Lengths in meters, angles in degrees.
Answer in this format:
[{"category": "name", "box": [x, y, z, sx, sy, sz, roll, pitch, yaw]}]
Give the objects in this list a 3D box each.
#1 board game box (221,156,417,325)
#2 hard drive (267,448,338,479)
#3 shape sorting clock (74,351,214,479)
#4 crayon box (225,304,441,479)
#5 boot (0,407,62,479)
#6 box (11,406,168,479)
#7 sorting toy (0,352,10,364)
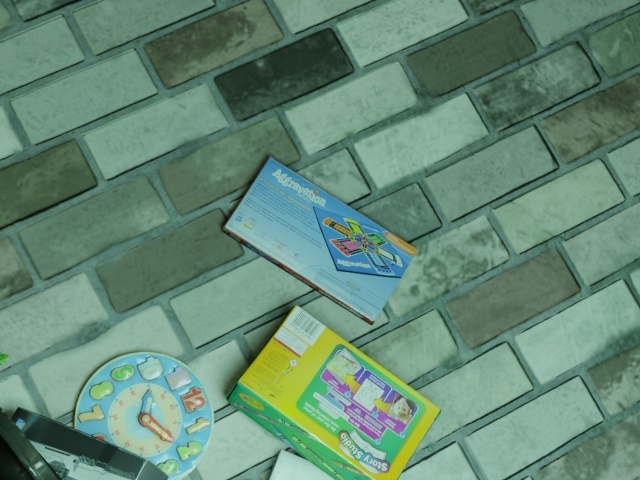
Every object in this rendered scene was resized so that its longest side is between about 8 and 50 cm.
[{"category": "board game box", "box": [0.000, 0.000, 2.049, 0.281, 0.027, 0.145, 32, 72, 0]}, {"category": "hard drive", "box": [0.043, 0.464, 1.916, 0.308, 0.040, 0.203, 23, 71, -3]}, {"category": "shape sorting clock", "box": [-0.261, 0.267, 1.915, 0.206, 0.040, 0.206, 3, 73, -10]}, {"category": "crayon box", "box": [0.021, 0.247, 1.932, 0.278, 0.081, 0.165, 36, 58, 3]}, {"category": "boot", "box": [-0.525, 0.333, 1.737, 0.348, 0.131, 0.260, 20, 61, 43]}, {"category": "box", "box": [-0.385, 0.410, 1.771, 0.242, 0.076, 0.307, 16, 68, 29]}, {"category": "sorting toy", "box": [-0.504, 0.183, 1.907, 0.083, 0.012, 0.062, -36, 83, -18]}]
